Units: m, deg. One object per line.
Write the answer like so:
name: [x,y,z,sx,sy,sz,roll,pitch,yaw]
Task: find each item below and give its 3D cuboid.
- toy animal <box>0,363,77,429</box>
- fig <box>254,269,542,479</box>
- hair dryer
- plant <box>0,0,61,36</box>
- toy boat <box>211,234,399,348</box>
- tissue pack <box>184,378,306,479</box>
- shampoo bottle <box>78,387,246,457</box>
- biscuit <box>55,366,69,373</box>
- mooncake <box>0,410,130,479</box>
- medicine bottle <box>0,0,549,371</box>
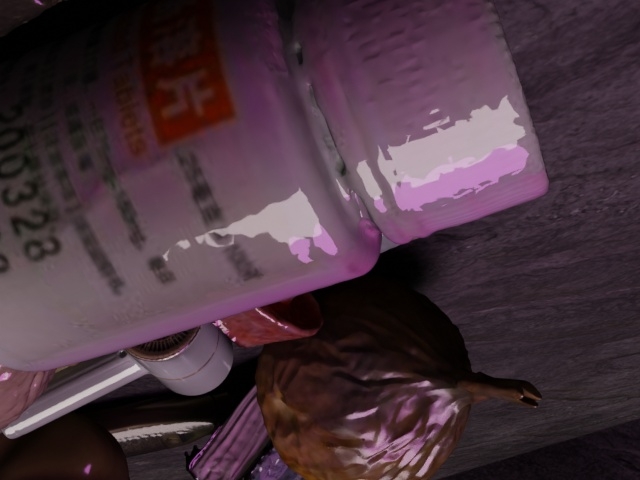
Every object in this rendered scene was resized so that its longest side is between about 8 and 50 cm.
toy animal: [-0.331,0.086,0.764,0.226,0.188,0.358,-34,-177,-18]
fig: [0.107,0.182,0.972,0.286,0.287,0.368,12,173,-40]
hair dryer: [-0.287,0.175,1.011,0.357,0.108,0.173,-25,152,-4]
plant: [-0.170,-0.170,0.455,0.143,0.095,0.092,-19,141,41]
toy boat: [0.000,0.000,0.840,0.282,0.096,0.206,-23,121,21]
tissue pack: [-0.032,0.331,1.386,0.259,0.122,0.361,-52,147,-2]
shampoo bottle: [-0.290,0.313,1.386,0.349,0.084,0.126,-12,149,1]
biscuit: [-0.340,0.127,1.040,0.121,0.041,0.199,-17,152,14]
mooncake: [-0.451,0.375,1.136,0.378,0.379,0.201,-9,150,-4]
medicine bottle: [-0.063,-0.061,0.561,0.388,0.219,0.219,-18,154,15]
